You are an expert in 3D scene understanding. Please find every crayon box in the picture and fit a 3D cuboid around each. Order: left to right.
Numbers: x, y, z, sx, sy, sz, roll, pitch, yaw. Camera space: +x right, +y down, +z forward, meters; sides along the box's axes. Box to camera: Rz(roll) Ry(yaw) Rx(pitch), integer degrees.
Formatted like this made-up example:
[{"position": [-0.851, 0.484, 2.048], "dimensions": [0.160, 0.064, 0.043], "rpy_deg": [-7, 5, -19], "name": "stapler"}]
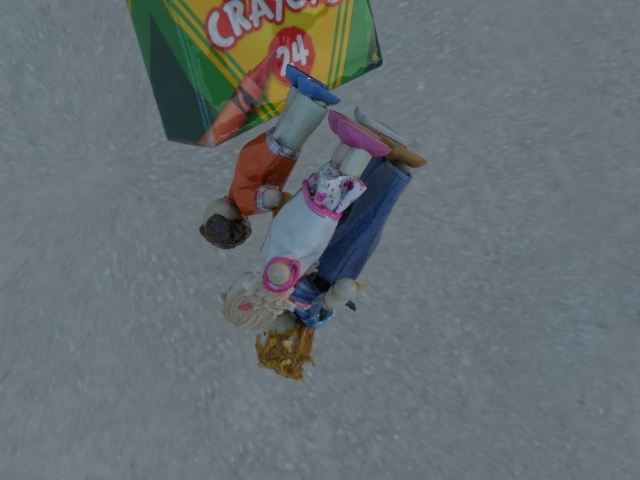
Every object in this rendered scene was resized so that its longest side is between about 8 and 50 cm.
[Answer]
[{"position": [-0.075, -0.261, 1.048], "dimensions": [0.202, 0.081, 0.318], "rpy_deg": [-30, 117, -31], "name": "crayon box"}]

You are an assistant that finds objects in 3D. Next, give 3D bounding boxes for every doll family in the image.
[{"position": [0.000, 0.000, 0.807], "dimensions": [0.118, 0.263, 0.163], "rpy_deg": [29, 100, -16], "name": "doll family"}]
